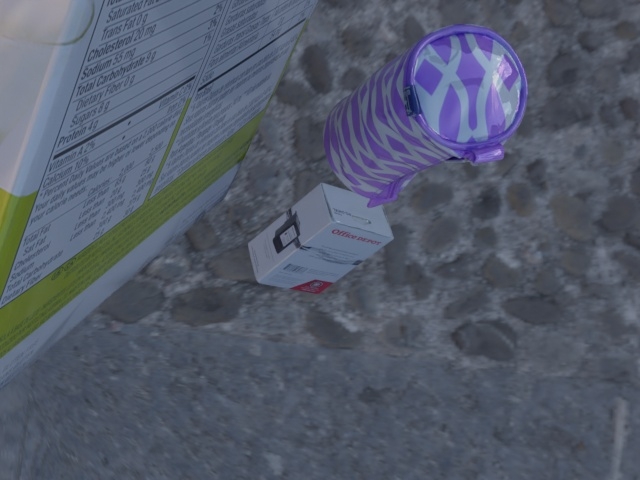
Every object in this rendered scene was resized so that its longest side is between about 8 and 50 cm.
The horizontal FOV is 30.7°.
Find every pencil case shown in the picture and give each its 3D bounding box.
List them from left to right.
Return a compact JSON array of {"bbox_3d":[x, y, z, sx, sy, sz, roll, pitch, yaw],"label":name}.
[{"bbox_3d":[0.066,-0.079,0.780,0.086,0.206,0.088,-20,91,-15],"label":"pencil case"}]

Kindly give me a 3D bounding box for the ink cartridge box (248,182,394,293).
[{"bbox_3d":[0.000,0.000,1.466,0.109,0.150,0.063,14,49,-42],"label":"ink cartridge box"}]

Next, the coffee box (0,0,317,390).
[{"bbox_3d":[-0.199,-0.173,0.626,0.337,0.338,0.334,32,121,7],"label":"coffee box"}]
